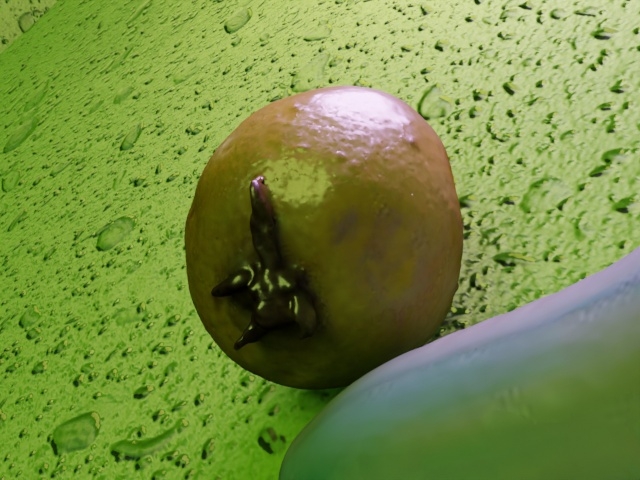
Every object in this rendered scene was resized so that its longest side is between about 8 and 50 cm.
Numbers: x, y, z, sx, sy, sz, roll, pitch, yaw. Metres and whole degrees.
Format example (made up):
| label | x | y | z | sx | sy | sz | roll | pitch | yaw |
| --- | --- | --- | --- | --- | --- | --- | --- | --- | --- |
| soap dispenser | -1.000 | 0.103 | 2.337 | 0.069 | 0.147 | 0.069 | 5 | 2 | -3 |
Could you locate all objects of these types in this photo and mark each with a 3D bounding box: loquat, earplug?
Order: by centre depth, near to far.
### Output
| label | x | y | z | sx | sy | sz | roll | pitch | yaw |
| --- | --- | --- | --- | --- | --- | --- | --- | --- | --- |
| earplug | 0.109 | 0.128 | 0.481 | 0.324 | 0.185 | 0.185 | -26 | 40 | 30 |
| loquat | 0.000 | 0.000 | 0.635 | 0.244 | 0.244 | 0.244 | -23 | 41 | 22 |
